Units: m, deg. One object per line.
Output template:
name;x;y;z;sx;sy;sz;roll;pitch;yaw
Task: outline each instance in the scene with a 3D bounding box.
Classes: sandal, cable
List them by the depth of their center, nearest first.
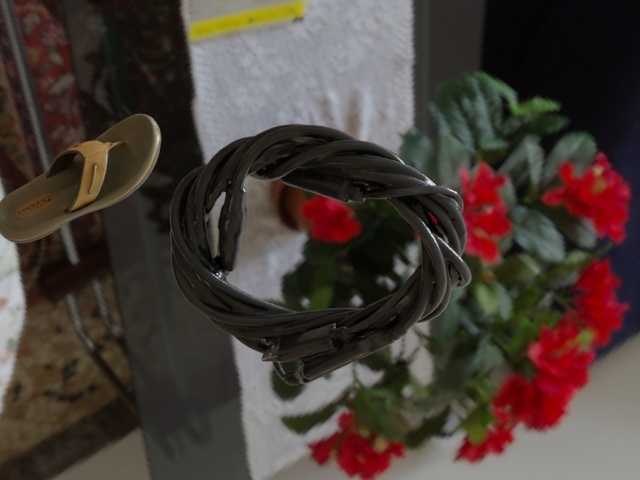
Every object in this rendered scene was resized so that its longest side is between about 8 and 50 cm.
cable;0.000;0.000;0.770;0.184;0.150;0.047;-29;-169;35
sandal;-0.229;-0.061;1.263;0.180;0.072;0.049;-30;152;-4
